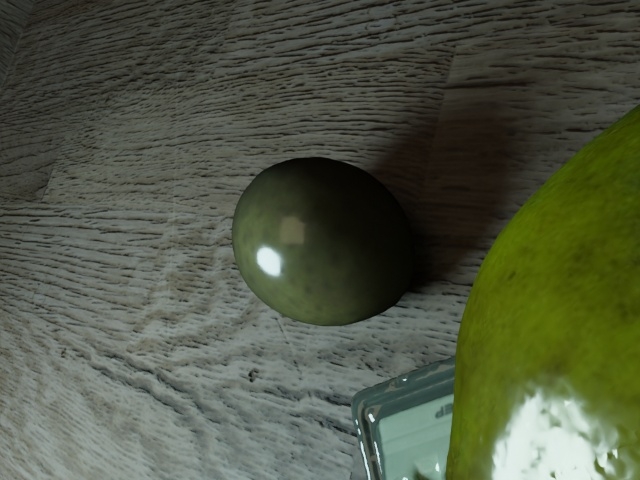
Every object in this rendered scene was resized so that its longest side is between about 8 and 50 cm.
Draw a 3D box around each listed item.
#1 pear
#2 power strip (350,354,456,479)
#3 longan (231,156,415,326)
[{"bbox_3d":[0.267,0.080,0.379,0.413,0.352,0.352,-49,47,5],"label":"pear"},{"bbox_3d":[0.145,0.217,0.593,0.257,0.092,0.251,-28,52,26],"label":"power strip"},{"bbox_3d":[0.000,0.000,0.747,0.220,0.196,0.197,25,90,41],"label":"longan"}]
